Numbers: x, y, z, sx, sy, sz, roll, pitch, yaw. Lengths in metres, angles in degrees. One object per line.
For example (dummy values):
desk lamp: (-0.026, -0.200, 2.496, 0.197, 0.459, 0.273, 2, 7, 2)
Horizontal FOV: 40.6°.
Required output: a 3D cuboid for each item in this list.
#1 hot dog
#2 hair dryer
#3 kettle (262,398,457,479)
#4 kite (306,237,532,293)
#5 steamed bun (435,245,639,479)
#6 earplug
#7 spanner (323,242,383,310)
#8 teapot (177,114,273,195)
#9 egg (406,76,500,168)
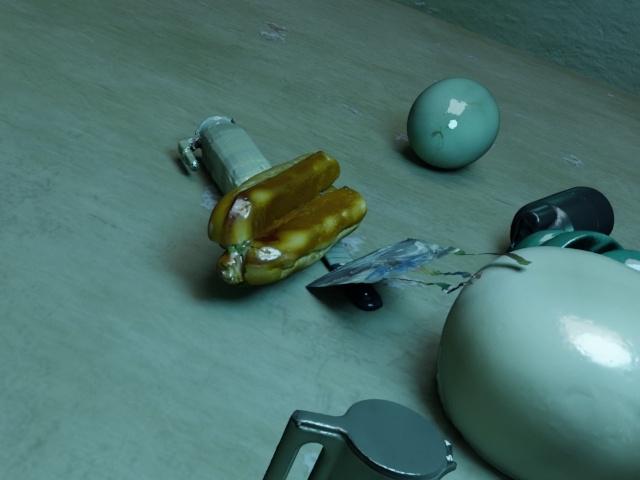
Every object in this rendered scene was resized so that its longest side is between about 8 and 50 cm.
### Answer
hot dog: (-0.048, -0.025, 1.107, 0.135, 0.100, 0.337, 56, 30, -2)
hair dryer: (0.443, 0.043, 1.369, 0.302, 0.116, 0.244, 41, 35, 23)
kettle: (0.026, 0.206, 0.704, 0.127, 0.148, 0.098, 28, 28, 17)
kite: (0.122, 0.025, 1.035, 0.169, 0.015, 0.310, -23, 12, -30)
steamed bun: (0.296, 0.132, 0.969, 0.324, 0.206, 0.324, 15, 27, -8)
earplug: (0.390, 0.076, 1.192, 0.258, 0.163, 0.280, 12, 14, -35)
spanner: (0.000, 0.000, 1.220, 0.087, 0.024, 0.316, 2, 33, -29)
teapot: (-0.139, -0.109, 1.274, 0.107, 0.077, 0.200, -14, 38, -19)
egg: (0.251, -0.222, 1.644, 0.168, 0.168, 0.231, 28, 32, 16)
